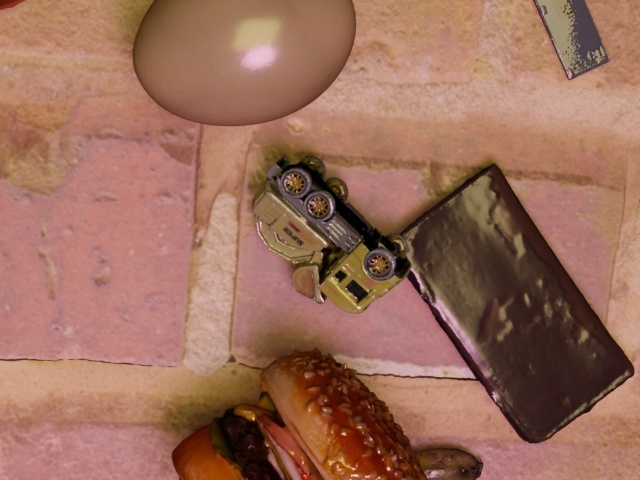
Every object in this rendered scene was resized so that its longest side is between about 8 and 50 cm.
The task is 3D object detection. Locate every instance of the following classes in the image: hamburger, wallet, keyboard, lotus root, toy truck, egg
[{"bbox_3d":[-0.007,0.260,1.527,0.225,0.291,0.291,-38,100,1],"label":"hamburger"},{"bbox_3d":[0.223,0.079,1.662,0.165,0.042,0.309,-36,99,-5],"label":"wallet"},{"bbox_3d":[0.277,-0.277,1.654,0.055,0.014,0.176,-27,99,-6],"label":"keyboard"},{"bbox_3d":[0.147,0.268,1.663,0.099,0.049,0.054,0,93,-16],"label":"lotus root"},{"bbox_3d":[0.000,0.000,1.586,0.191,0.085,0.116,44,110,-2],"label":"toy truck"},{"bbox_3d":[-0.080,-0.214,1.511,0.241,0.186,0.186,-24,99,-2],"label":"egg"}]

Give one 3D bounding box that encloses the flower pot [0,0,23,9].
[{"bbox_3d":[-0.335,-0.355,1.471,0.190,0.190,0.173,-35,86,-5],"label":"flower pot"}]
